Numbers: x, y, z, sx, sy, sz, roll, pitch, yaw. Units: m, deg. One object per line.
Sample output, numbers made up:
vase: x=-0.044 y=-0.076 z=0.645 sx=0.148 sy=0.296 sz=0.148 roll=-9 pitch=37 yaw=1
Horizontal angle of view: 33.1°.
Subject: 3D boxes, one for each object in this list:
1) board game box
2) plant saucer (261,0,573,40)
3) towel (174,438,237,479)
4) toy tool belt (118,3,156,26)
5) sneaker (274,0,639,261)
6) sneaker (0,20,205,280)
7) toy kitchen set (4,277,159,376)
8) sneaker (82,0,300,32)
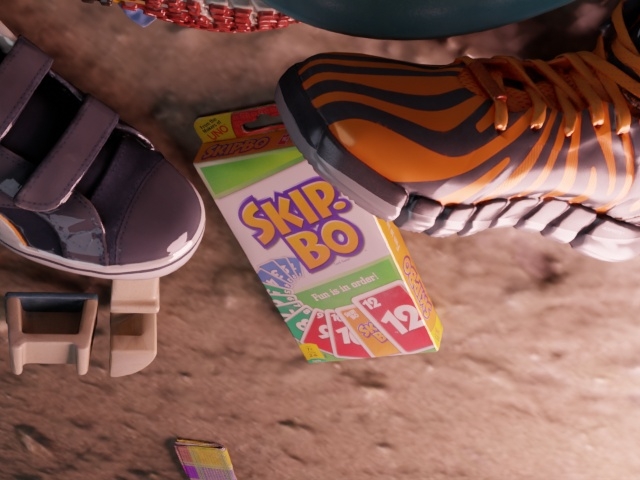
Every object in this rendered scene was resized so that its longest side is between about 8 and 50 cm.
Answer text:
board game box: x=0.000 y=0.000 z=0.864 sx=0.124 sy=0.039 sz=0.259 roll=-8 pitch=128 yaw=24
plant saucer: x=0.086 y=-0.217 z=0.520 sx=0.318 sy=0.043 sz=0.317 roll=-12 pitch=152 yaw=-7
towel: x=-0.121 y=0.243 z=1.163 sx=0.060 sy=0.009 sz=0.083 roll=2 pitch=135 yaw=16
toy tool belt: x=-0.121 y=-0.167 z=0.721 sx=0.052 sy=0.051 sz=0.083 roll=-29 pitch=120 yaw=38
sneaker: x=0.137 y=-0.093 z=0.628 sx=0.321 sy=0.124 sz=0.180 roll=6 pitch=138 yaw=-38
sneaker: x=-0.230 y=-0.077 z=0.784 sx=0.321 sy=0.126 sz=0.127 roll=24 pitch=151 yaw=-5
toy kitchen set: x=-0.243 y=0.021 z=0.931 sx=0.207 sy=0.122 sz=0.166 roll=2 pitch=138 yaw=-12
sneaker: x=-0.090 y=-0.184 z=0.654 sx=0.225 sy=0.092 sz=0.088 roll=11 pitch=-179 yaw=-25
